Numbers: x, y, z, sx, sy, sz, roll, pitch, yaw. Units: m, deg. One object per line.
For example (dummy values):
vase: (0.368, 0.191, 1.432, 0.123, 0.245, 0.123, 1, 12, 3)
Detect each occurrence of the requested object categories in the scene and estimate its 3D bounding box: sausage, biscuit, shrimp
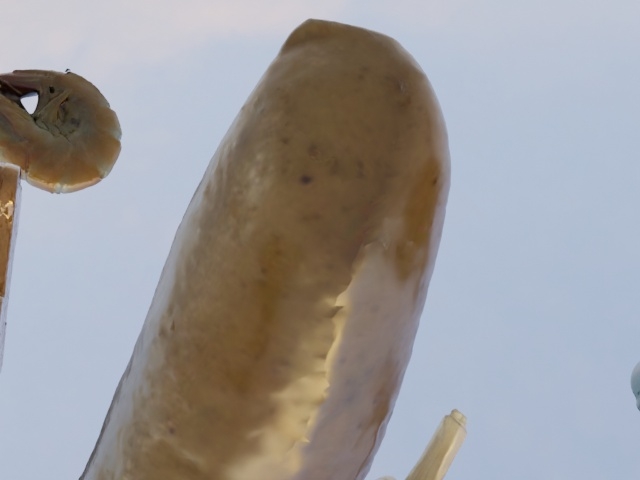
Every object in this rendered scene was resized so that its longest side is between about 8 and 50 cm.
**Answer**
sausage: (-0.064, 0.132, 0.649, 0.136, 0.501, 0.123, 32, -159, 8)
biscuit: (-0.276, 0.062, 1.099, 0.036, 0.165, 0.250, 6, -103, -10)
shrimp: (-0.367, -0.168, 1.633, 0.287, 0.063, 0.152, 36, -107, 6)

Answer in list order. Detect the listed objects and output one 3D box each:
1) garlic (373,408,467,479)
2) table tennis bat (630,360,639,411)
garlic: (0.080, 0.258, 1.226, 0.199, 0.226, 0.199, 17, -163, -5)
table tennis bat: (0.205, 0.039, 0.649, 0.040, 0.244, 0.153, 41, -112, 11)
